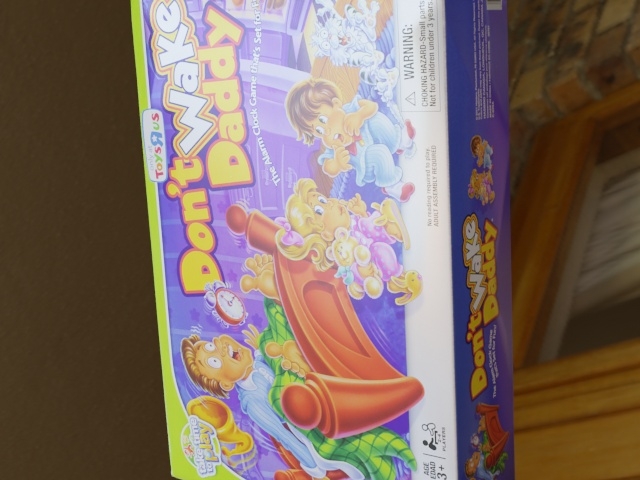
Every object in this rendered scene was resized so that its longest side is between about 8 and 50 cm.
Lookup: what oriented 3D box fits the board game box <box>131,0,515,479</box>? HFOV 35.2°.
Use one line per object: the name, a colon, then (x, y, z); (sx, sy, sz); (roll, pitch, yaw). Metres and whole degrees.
board game box: (0.000, 0.000, 0.643); (0.078, 0.233, 0.347); (-17, -73, -52)
